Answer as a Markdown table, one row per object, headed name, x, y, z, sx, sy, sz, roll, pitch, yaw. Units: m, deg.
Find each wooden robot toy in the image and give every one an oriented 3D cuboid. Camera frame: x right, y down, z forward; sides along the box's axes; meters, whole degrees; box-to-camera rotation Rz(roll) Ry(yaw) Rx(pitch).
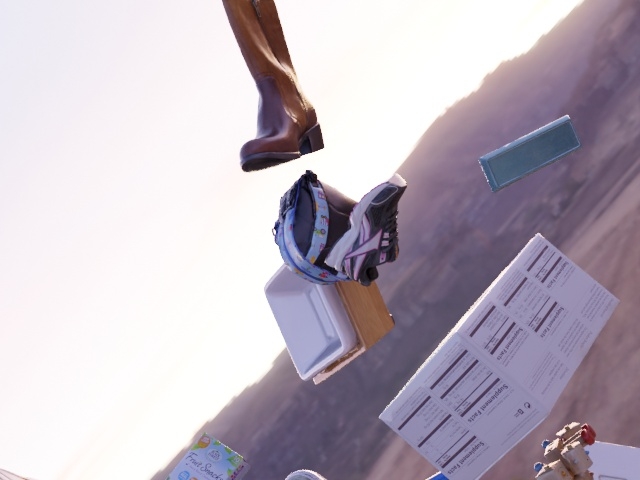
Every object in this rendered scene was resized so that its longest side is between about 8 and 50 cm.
| name | x | y | z | sx | sy | sz | roll | pitch | yaw |
| --- | --- | --- | --- | --- | --- | --- | --- | --- | --- |
| wooden robot toy | 0.324 | 0.286 | 1.328 | 0.076 | 0.079 | 0.173 | -35 | -4 | 19 |

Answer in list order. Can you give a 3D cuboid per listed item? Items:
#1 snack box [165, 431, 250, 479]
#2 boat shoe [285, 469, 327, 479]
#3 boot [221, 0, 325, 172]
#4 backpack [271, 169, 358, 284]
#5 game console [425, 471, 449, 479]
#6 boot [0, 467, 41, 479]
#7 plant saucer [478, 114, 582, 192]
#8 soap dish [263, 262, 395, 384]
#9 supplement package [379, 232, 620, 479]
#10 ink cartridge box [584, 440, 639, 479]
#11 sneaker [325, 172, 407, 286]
| name | x | y | z | sx | sy | sz | roll | pitch | yaw |
| --- | --- | --- | --- | --- | --- | --- | --- | --- | --- |
| snack box | -0.196 | 0.395 | 1.718 | 0.141 | 0.100 | 0.037 | -50 | -41 | -19 |
| boat shoe | 0.015 | 0.507 | 1.717 | 0.109 | 0.302 | 0.094 | -41 | -29 | 17 |
| boot | -0.092 | -0.260 | 1.701 | 0.096 | 0.280 | 0.264 | -13 | 8 | 31 |
| backpack | 0.000 | 0.000 | 1.690 | 0.117 | 0.158 | 0.173 | -42 | 30 | 42 |
| game console | 0.275 | 0.637 | 2.283 | 0.250 | 0.293 | 0.173 | -35 | 1 | 19 |
| boot | -0.506 | 0.451 | 1.596 | 0.203 | 0.095 | 0.262 | -59 | -34 | -6 |
| plant saucer | 0.370 | -0.152 | 1.841 | 0.192 | 0.067 | 0.018 | -26 | 6 | -15 |
| soap dish | 0.013 | 0.120 | 1.921 | 0.118 | 0.228 | 0.291 | -19 | -13 | -23 |
| supplement package | 0.233 | 0.154 | 1.363 | 0.262 | 0.145 | 0.204 | -40 | -12 | -47 |
| ink cartridge box | 0.475 | 0.420 | 1.765 | 0.212 | 0.154 | 0.093 | 81 | -162 | -57 |
| sneaker | 0.079 | -0.010 | 1.394 | 0.072 | 0.077 | 0.178 | -37 | -18 | -43 |
